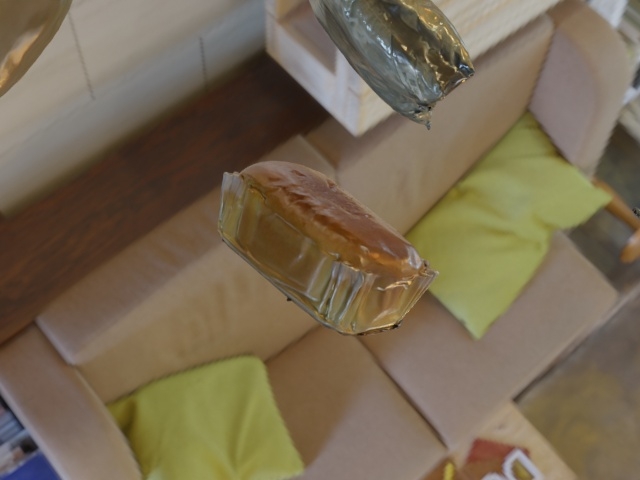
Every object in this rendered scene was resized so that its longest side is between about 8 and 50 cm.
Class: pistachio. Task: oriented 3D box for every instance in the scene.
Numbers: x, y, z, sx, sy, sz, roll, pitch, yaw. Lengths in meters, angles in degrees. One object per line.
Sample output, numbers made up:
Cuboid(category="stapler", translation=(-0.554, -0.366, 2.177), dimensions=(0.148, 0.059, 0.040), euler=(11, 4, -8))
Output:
Cuboid(category="pistachio", translation=(-0.328, -0.234, 1.063), dimensions=(0.226, 0.136, 0.136), euler=(-58, 156, 5))

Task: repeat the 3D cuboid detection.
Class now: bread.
Cuboid(category="bread", translation=(0.000, 0.000, 1.153), dimensions=(0.136, 0.241, 0.107), euler=(-2, 122, -45))

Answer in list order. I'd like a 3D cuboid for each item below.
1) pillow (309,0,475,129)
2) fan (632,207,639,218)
Cuboid(category="pillow", translation=(0.032, -0.138, 0.671), dimensions=(0.050, 0.148, 0.230), euler=(-34, 180, 1))
Cuboid(category="fan", translation=(0.223, 0.040, 0.514), dimensions=(0.005, 0.175, 0.113), euler=(-52, 174, 20))
